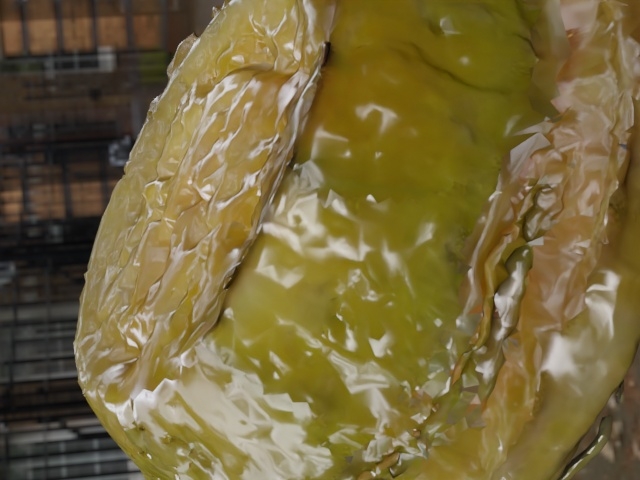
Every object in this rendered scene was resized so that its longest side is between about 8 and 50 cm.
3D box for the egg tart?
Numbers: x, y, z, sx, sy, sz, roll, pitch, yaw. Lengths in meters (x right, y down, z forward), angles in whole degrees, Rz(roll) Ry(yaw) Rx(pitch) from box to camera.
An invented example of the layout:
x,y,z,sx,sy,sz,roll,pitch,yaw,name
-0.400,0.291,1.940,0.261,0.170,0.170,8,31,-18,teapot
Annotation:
x,y,z,sx,sy,sz,roll,pitch,yaw,name
0.000,0.000,0.448,0.288,0.118,0.288,-44,33,40,egg tart
